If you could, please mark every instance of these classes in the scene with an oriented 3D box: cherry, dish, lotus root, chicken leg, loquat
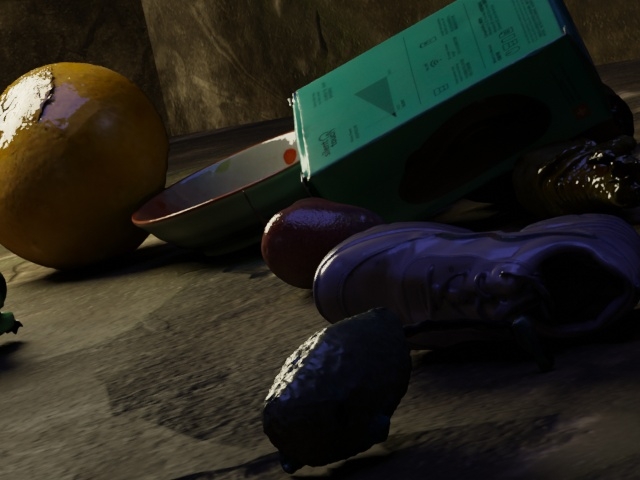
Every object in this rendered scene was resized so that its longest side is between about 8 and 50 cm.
[{"bbox_3d":[-0.002,0.005,1.808,0.126,0.087,0.106,18,19,38],"label":"cherry"},{"bbox_3d":[-0.083,-0.043,2.225,0.260,0.085,0.260,-23,12,5],"label":"dish"},{"bbox_3d":[0.218,-0.107,2.122,0.260,0.128,0.145,-12,20,20],"label":"lotus root"},{"bbox_3d":[0.265,-0.060,1.849,0.103,0.088,0.227,-2,-1,-24],"label":"chicken leg"},{"bbox_3d":[-0.309,-0.091,2.372,0.263,0.263,0.263,-12,7,2],"label":"loquat"}]

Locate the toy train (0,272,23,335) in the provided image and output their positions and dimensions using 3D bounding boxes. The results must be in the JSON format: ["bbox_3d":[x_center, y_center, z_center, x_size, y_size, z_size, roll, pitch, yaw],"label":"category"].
[{"bbox_3d":[-0.420,0.065,1.895,0.188,0.132,0.243,-25,12,-41],"label":"toy train"}]

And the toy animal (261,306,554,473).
[{"bbox_3d":[0.044,0.079,1.200,0.070,0.079,0.253,-14,3,40],"label":"toy animal"}]

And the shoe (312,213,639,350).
[{"bbox_3d":[0.116,0.033,1.367,0.245,0.095,0.137,-6,5,3],"label":"shoe"}]

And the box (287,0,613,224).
[{"bbox_3d":[0.132,-0.142,2.014,0.311,0.118,0.205,-29,27,11],"label":"box"}]
